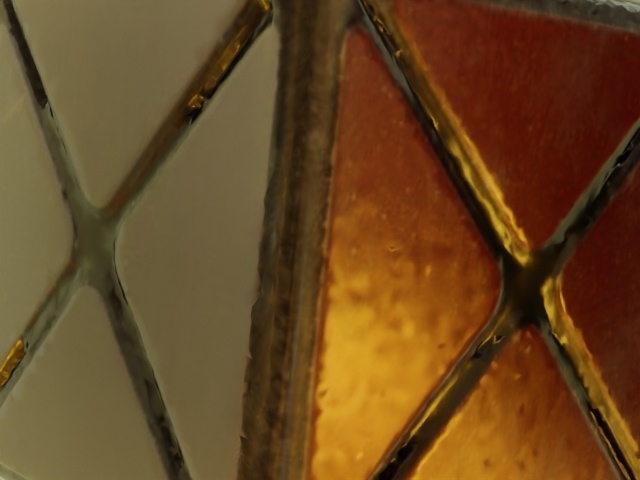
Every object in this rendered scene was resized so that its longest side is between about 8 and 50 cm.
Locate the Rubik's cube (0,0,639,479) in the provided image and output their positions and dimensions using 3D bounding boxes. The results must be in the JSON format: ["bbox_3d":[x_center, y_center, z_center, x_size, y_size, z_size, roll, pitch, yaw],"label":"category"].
[{"bbox_3d":[0.000,0.000,0.562,0.260,0.259,0.255,10,-84,46],"label":"Rubik's cube"}]
